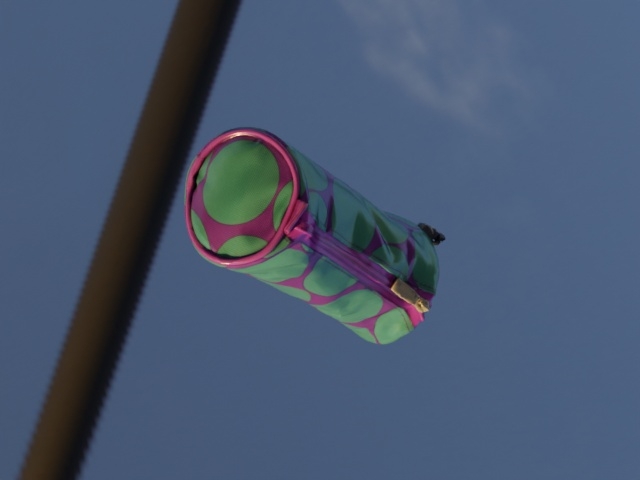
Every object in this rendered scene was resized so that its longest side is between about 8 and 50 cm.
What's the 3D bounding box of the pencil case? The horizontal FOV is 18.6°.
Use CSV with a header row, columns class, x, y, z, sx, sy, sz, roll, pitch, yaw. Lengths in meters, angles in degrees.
class,x,y,z,sx,sy,sz,roll,pitch,yaw
pencil case,0.000,0.000,0.901,0.152,0.070,0.064,29,-89,-56
